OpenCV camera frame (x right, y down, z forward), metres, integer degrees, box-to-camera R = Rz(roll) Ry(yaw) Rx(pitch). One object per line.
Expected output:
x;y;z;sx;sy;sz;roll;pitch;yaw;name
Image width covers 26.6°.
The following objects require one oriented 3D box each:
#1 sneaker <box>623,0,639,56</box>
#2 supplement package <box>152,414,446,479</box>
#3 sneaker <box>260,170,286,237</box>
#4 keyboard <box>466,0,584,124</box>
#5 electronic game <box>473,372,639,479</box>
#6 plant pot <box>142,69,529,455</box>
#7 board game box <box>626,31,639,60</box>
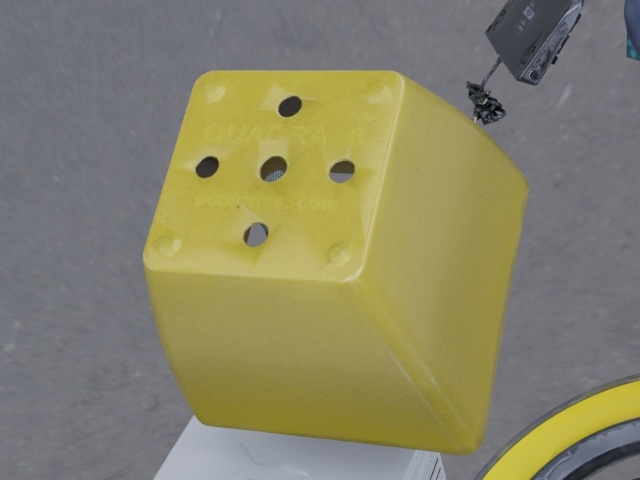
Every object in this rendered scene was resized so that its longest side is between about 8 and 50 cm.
0.271;-0.130;0.625;0.282;0.153;0.099;-22;120;-24;sneaker
-0.007;0.246;1.037;0.194;0.149;0.203;3;127;25;supplement package
-0.037;-0.012;1.590;0.087;0.130;0.227;-32;99;36;sneaker
0.236;-0.232;1.618;0.033;0.317;0.201;33;106;-9;keyboard
0.154;0.148;0.630;0.229;0.229;0.048;-36;122;-5;electronic game
0.000;0.000;0.883;0.212;0.187;0.212;3;64;23;plant pot
0.401;-0.236;1.447;0.026;0.186;0.126;-20;121;-27;board game box
